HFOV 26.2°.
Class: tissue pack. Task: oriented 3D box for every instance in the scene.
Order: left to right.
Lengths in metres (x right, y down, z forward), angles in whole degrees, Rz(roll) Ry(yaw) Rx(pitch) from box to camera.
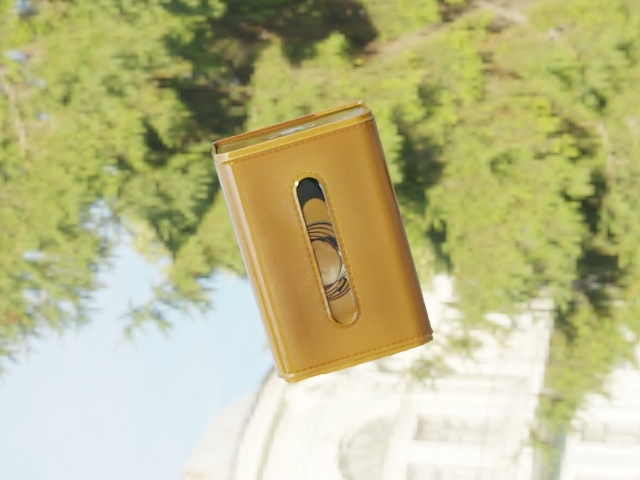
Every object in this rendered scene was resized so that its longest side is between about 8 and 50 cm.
[{"bbox_3d":[0.000,0.000,1.572,0.145,0.194,0.274,-101,-5,-79],"label":"tissue pack"}]
